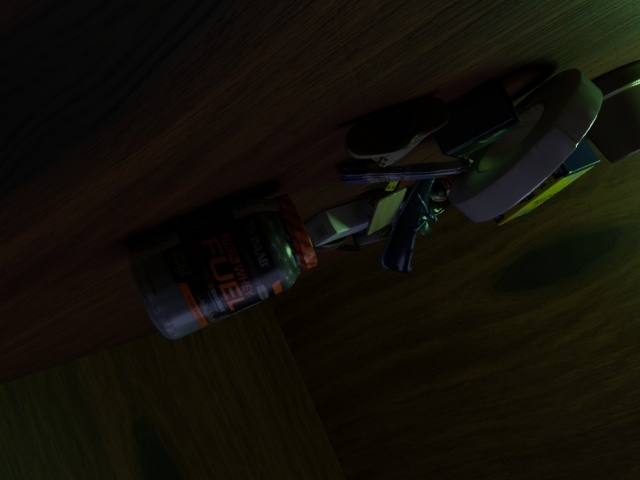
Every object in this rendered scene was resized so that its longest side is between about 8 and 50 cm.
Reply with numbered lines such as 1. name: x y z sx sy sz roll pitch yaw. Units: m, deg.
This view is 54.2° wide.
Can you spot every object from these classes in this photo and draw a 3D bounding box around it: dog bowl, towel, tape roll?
1. dog bowl: 0.234 -0.065 2.200 0.264 0.104 0.265 -15 -179 0
2. towel: 0.189 -0.154 1.411 0.284 0.034 0.209 -4 -178 7
3. tape roll: 0.440 -0.207 1.374 0.392 0.072 0.392 -49 -173 9

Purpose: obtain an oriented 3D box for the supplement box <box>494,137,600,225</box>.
1. supplement box: 0.730 -0.236 2.155 0.195 0.194 0.356 -20 163 -34

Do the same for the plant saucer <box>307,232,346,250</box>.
1. plant saucer: 0.000 0.000 2.016 0.168 0.029 0.168 0 -160 0

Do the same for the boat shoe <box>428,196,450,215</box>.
1. boat shoe: 0.470 -0.186 2.309 0.307 0.111 0.104 -27 -171 -24

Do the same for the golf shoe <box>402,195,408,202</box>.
1. golf shoe: 0.368 -0.159 2.351 0.176 0.086 0.069 11 174 -32

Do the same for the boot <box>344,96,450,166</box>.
1. boot: 0.117 -0.181 1.154 0.213 0.077 0.165 -25 176 -22

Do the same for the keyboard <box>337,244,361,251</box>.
1. keyboard: 0.052 0.023 2.172 0.180 0.023 0.108 4 176 7

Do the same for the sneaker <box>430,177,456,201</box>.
1. sneaker: 0.467 -0.212 2.204 0.214 0.084 0.083 -33 178 -21

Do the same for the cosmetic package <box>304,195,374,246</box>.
1. cosmetic package: 0.077 -0.062 1.955 0.231 0.086 0.117 -21 173 -44

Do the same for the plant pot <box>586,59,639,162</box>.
1. plant pot: 0.865 -0.356 1.812 0.262 0.230 0.263 -24 175 -2

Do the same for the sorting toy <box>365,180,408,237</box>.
1. sorting toy: 0.188 -0.106 1.888 0.132 0.046 0.275 -28 147 -37

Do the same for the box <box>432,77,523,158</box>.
1. box: 0.320 -0.246 1.296 0.155 0.093 0.158 -27 172 24

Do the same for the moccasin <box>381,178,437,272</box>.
1. moccasin: 0.305 -0.055 1.999 0.138 0.116 0.342 -47 159 -61

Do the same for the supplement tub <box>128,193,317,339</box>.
1. supplement tub: -0.191 0.044 1.260 0.337 0.207 0.207 -24 174 -7

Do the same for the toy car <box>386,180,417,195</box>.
1. toy car: 0.279 -0.160 2.086 0.122 0.041 0.060 -25 174 15
